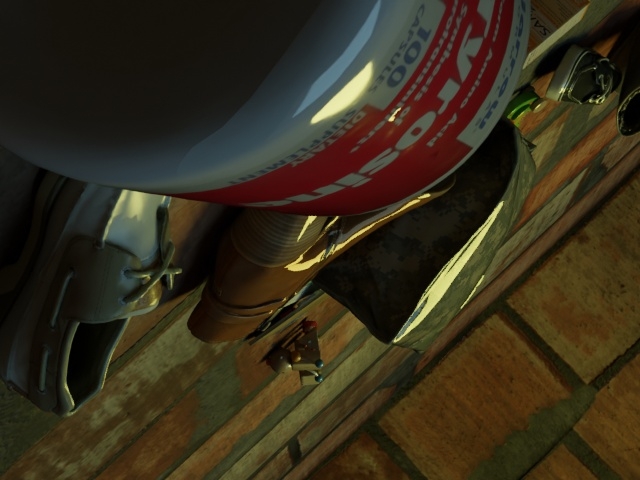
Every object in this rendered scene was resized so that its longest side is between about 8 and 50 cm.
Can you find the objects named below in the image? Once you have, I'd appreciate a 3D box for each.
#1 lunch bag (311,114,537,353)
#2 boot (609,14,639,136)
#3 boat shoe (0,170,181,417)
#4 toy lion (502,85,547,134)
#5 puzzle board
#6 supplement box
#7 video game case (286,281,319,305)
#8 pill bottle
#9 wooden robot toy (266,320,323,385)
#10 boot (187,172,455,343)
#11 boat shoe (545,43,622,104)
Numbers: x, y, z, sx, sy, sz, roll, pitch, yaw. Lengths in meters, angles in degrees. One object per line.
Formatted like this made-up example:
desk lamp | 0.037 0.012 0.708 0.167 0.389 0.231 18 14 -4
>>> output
lunch bag | 0.131 -0.026 1.620 0.287 0.169 0.235 -51 165 4
boot | 0.468 -0.225 2.080 0.190 0.076 0.209 100 1 -50
boat shoe | -0.151 0.008 1.013 0.113 0.103 0.302 -30 160 -50
toy lion | 0.247 -0.158 1.903 0.096 0.034 0.100 -20 153 -45
puzzle board | -0.027 0.090 1.814 0.128 0.011 0.096 -36 174 23
supplement box | 0.232 -0.240 1.514 0.098 0.062 0.036 -41 168 -18
video game case | -0.005 0.026 1.714 0.143 0.019 0.157 -51 165 27
pill bottle | -0.017 -0.128 0.719 0.229 0.229 0.407 -47 167 11
wooden robot toy | -0.039 0.160 1.987 0.079 0.076 0.173 -7 162 -4
boot | 0.000 0.000 1.438 0.283 0.109 0.220 -27 157 -47
boat shoe | 0.369 -0.225 1.939 0.219 0.070 0.078 -27 145 -62
